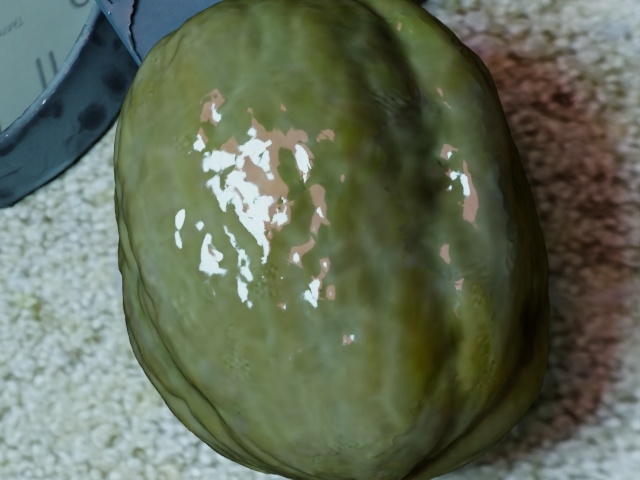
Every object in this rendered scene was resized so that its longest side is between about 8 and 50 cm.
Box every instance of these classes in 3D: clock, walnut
[{"bbox_3d":[-0.256,-0.177,1.206,0.325,0.067,0.325,-9,70,26],"label":"clock"},{"bbox_3d":[0.000,0.000,0.917,0.283,0.227,0.283,-3,85,37],"label":"walnut"}]

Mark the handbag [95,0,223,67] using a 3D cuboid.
[{"bbox_3d":[-0.033,-0.192,1.056,0.229,0.062,0.179,-35,68,2],"label":"handbag"}]
